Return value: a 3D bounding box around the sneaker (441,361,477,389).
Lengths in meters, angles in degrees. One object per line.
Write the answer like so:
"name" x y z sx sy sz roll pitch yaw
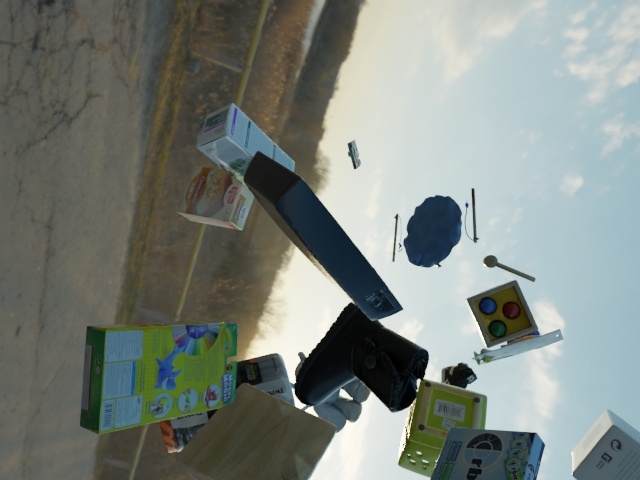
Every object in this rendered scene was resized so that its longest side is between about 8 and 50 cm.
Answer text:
"sneaker" 0.470 0.490 1.755 0.121 0.079 0.217 -30 -160 26

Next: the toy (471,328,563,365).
"toy" 0.531 0.277 1.422 0.237 0.137 0.056 -27 -120 17

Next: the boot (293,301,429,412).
"boot" 0.074 0.264 0.997 0.207 0.094 0.247 37 -85 45

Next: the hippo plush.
"hippo plush" 0.006 0.508 1.784 0.236 0.293 0.235 -164 -118 -68

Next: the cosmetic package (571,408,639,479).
"cosmetic package" 0.824 0.616 1.187 0.162 0.453 0.230 -56 154 9

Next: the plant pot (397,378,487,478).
"plant pot" 0.358 0.537 1.489 0.207 0.228 0.227 87 21 -45

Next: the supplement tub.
"supplement tub" -0.245 0.435 1.382 0.207 0.337 0.207 168 -90 -78

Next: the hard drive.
"hard drive" 0.000 0.000 0.706 0.054 0.255 0.172 -43 -147 -5

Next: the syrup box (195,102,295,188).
"syrup box" -0.166 -0.198 1.200 0.093 0.237 0.097 -16 -127 30

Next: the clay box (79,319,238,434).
"clay box" -0.212 0.178 0.723 0.053 0.222 0.128 -1 -96 37

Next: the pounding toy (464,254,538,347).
"pounding toy" 0.448 0.131 1.270 0.094 0.180 0.206 24 44 -77

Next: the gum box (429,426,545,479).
"gum box" 0.295 0.419 0.943 0.184 0.041 0.157 -16 -153 47

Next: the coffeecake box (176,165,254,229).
"coffeecake box" -0.279 -0.117 1.411 0.068 0.185 0.143 42 62 -59

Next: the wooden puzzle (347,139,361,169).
"wooden puzzle" 0.063 -0.159 0.963 0.083 0.006 0.050 -50 126 -67

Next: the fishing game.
"fishing game" 0.278 -0.020 1.268 0.264 0.041 0.189 -23 -125 48

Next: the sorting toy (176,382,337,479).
"sorting toy" -0.133 0.468 1.134 0.257 0.255 0.090 -42 146 -55
